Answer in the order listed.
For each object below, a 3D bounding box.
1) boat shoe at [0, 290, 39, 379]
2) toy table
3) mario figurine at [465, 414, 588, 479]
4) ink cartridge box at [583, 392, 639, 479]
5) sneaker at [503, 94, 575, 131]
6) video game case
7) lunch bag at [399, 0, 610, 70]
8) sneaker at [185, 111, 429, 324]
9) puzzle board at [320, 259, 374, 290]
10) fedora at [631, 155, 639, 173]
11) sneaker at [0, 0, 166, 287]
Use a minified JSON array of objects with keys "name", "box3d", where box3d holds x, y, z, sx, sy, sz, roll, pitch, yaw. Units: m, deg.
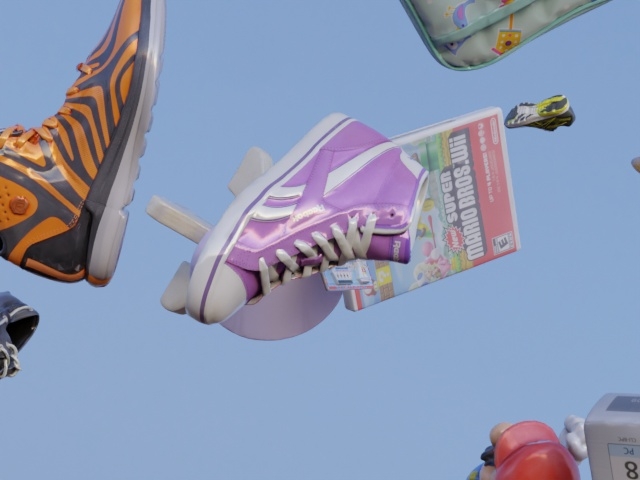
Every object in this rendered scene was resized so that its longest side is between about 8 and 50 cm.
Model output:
[{"name":"boat shoe","box3d":[-0.319,0.102,1.524,0.065,0.075,0.206,17,16,-6]},{"name":"toy table","box3d":[-0.103,0.014,2.060,0.161,0.252,0.274,36,-3,39]},{"name":"mario figurine","box3d":[0.230,0.292,1.989,0.170,0.198,0.320,33,-23,-2]},{"name":"ink cartridge box","box3d":[0.481,0.366,1.772,0.308,0.091,0.385,-1,-71,32]},{"name":"sneaker","box3d":[0.230,-0.126,1.632,0.083,0.031,0.035,-9,-46,44]},{"name":"video game case","box3d":[0.137,-0.045,2.042,0.285,0.204,0.025,-19,18,-30]},{"name":"lunch bag","box3d":[0.203,-0.314,1.600,0.279,0.108,0.224,-27,-65,9]},{"name":"sneaker","box3d":[0.000,-0.001,1.539,0.161,0.282,0.102,33,-24,20]},{"name":"puzzle board","box3d":[0.023,0.011,1.809,0.011,0.096,0.128,-22,-10,25]},{"name":"fedora","box3d":[0.366,-0.014,1.423,0.194,0.079,0.194,19,17,-6]},{"name":"sneaker","box3d":[-0.262,-0.122,1.566,0.180,0.321,0.124,14,-2,-6]}]
